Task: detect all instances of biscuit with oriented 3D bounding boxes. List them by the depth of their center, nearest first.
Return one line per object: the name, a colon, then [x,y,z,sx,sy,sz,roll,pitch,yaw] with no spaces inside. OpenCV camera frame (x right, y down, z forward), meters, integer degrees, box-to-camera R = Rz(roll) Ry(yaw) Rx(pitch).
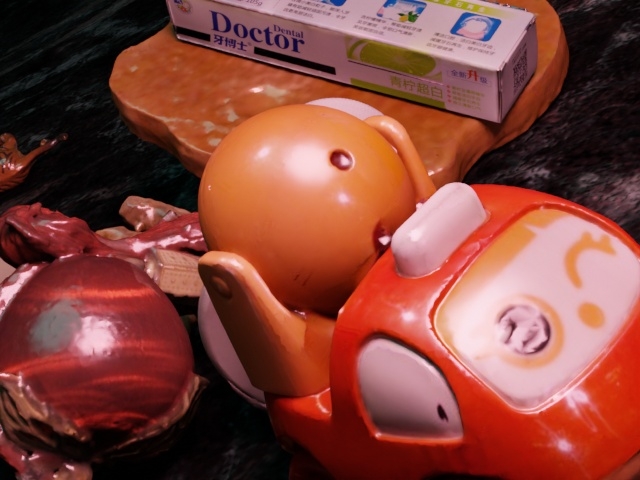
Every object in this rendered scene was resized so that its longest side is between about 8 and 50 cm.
biscuit: [0.022,-0.162,1.225,0.385,0.062,0.365,21,52,27]

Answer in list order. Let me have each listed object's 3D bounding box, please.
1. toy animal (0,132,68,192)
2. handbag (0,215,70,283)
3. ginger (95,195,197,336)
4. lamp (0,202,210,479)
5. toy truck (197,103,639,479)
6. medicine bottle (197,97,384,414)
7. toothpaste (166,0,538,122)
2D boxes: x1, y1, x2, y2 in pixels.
toy animal: [-0.432,-0.079,1.677,0.241,0.056,0.099,-22,30,6]
handbag: [-0.358,0.049,1.274,0.241,0.109,0.315,-22,20,7]
ginger: [-0.159,0.055,1.074,0.149,0.065,0.258,16,43,23]
lamp: [-0.148,0.072,0.930,0.215,0.223,0.151,12,-10,-37]
toy truck: [0.057,0.036,0.703,0.265,0.239,0.189,2,37,47]
medicine bottle: [0.000,0.000,0.957,0.143,0.143,0.258,-19,24,15]
toothpaste: [0.022,-0.191,1.164,0.337,0.067,0.081,18,52,25]
